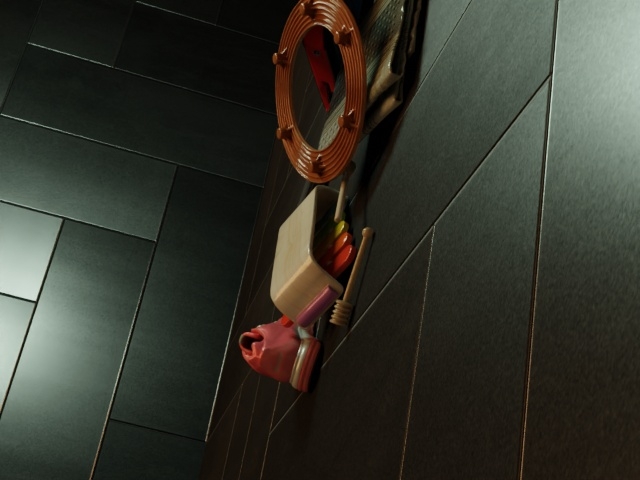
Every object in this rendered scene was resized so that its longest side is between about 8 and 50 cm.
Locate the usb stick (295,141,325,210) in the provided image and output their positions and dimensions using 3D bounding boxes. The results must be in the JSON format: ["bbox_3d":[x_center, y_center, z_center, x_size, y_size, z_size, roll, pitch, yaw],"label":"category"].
[{"bbox_3d":[-0.004,-0.150,2.339,0.077,0.045,0.278,-89,16,-56],"label":"usb stick"}]

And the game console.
[{"bbox_3d":[0.050,-0.464,2.097,0.386,0.060,0.342,67,-143,-68],"label":"game console"}]

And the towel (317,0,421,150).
[{"bbox_3d":[0.098,-0.313,1.852,0.324,0.056,0.312,133,156,-56],"label":"towel"}]

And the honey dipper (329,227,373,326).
[{"bbox_3d":[0.051,0.056,1.657,0.030,0.030,0.161,-168,94,-82],"label":"honey dipper"}]

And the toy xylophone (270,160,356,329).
[{"bbox_3d":[0.000,0.000,1.863,0.236,0.081,0.323,-44,21,36],"label":"toy xylophone"}]

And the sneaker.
[{"bbox_3d":[-0.083,0.184,1.939,0.314,0.136,0.116,-143,70,-81],"label":"sneaker"}]

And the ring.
[{"bbox_3d":[-0.013,-0.268,1.848,0.336,0.032,0.337,17,109,61],"label":"ring"}]
